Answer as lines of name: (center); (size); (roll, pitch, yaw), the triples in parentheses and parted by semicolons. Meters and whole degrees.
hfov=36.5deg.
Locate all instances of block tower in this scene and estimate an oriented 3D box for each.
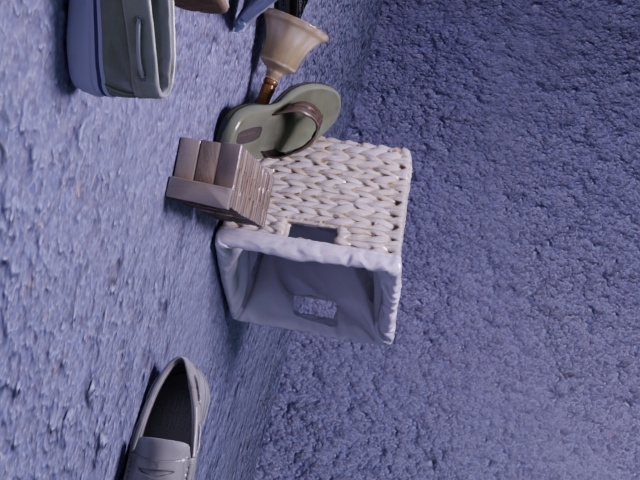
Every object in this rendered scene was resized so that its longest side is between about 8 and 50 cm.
block tower: (-0.142, -0.083, 1.470); (0.335, 0.091, 0.097); (26, 75, -84)

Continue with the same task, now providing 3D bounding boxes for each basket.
basket: (0.000, 0.000, 1.814); (0.331, 0.328, 0.266); (89, 11, -59)

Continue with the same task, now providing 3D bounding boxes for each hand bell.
hand bell: (-0.091, -0.267, 1.681); (0.126, 0.126, 0.242); (-1, 115, -84)

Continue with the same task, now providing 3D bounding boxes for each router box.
router box: (-0.046, -0.498, 1.781); (0.179, 0.046, 0.133); (95, 8, -46)

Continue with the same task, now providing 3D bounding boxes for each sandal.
sandal: (-0.056, -0.183, 1.622); (0.303, 0.086, 0.120); (-29, 135, -49)

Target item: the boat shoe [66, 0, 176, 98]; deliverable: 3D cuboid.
boat shoe: (-0.169, -0.272, 0.870); (0.109, 0.094, 0.302); (-67, 166, -61)

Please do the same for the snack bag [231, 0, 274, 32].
snack bag: (-0.025, -0.462, 1.352); (0.342, 0.037, 0.323); (-69, -164, -2)

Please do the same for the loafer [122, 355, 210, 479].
loafer: (-0.228, 0.313, 1.366); (0.111, 0.112, 0.319); (84, 10, -53)

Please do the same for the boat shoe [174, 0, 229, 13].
boat shoe: (-0.141, -0.323, 1.041); (0.285, 0.103, 0.092); (75, 20, -86)
